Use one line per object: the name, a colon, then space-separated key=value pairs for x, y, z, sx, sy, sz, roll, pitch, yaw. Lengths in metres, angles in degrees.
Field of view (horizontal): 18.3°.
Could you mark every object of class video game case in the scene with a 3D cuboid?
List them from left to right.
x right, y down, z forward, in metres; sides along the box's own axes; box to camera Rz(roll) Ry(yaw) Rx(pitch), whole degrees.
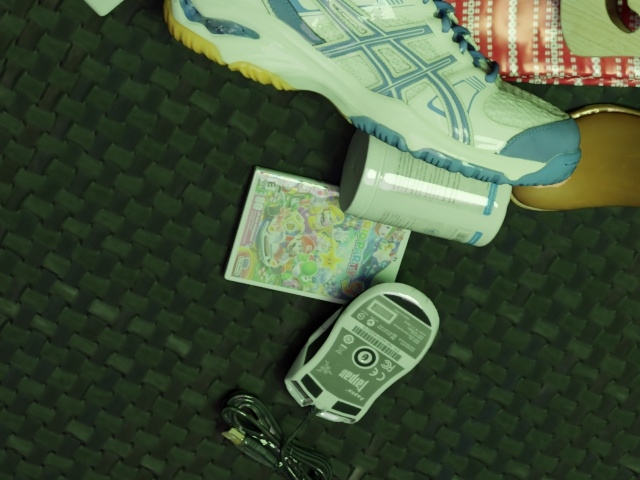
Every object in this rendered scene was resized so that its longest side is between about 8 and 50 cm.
video game case: x=0.000 y=0.000 z=1.427 sx=0.122 sy=0.011 sz=0.087 roll=12 pitch=110 yaw=-13

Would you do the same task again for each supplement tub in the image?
supplement tub: x=0.073 y=-0.040 z=1.388 sx=0.107 sy=0.071 sz=0.071 roll=14 pitch=110 yaw=-13

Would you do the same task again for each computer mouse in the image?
computer mouse: x=0.015 y=0.098 z=1.449 sx=0.106 sy=0.042 sz=0.193 roll=36 pitch=114 yaw=-14

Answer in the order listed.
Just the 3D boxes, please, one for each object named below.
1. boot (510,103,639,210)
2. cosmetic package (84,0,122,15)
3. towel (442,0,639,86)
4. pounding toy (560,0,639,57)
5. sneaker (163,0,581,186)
boot: x=0.231 y=-0.041 z=1.363 sx=0.197 sy=0.152 sz=0.073 roll=-13 pitch=114 yaw=-2
cosmetic package: x=-0.089 y=-0.260 z=1.245 sx=0.231 sy=0.085 sz=0.117 roll=-33 pitch=114 yaw=22
towel: x=0.210 y=-0.198 z=1.362 sx=0.275 sy=0.031 sz=0.199 roll=1 pitch=112 yaw=-8
pounding toy: x=0.237 y=-0.149 z=1.260 sx=0.154 sy=0.155 sz=0.269 roll=-44 pitch=83 yaw=14
sneaker: x=0.049 y=-0.138 z=1.305 sx=0.296 sy=0.112 sz=0.131 roll=24 pitch=102 yaw=-5
